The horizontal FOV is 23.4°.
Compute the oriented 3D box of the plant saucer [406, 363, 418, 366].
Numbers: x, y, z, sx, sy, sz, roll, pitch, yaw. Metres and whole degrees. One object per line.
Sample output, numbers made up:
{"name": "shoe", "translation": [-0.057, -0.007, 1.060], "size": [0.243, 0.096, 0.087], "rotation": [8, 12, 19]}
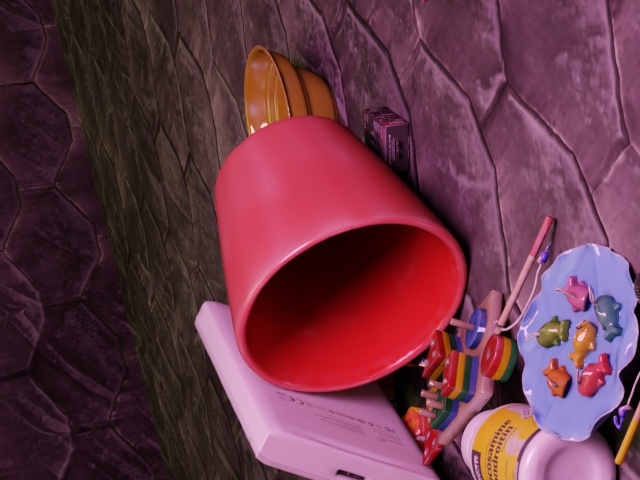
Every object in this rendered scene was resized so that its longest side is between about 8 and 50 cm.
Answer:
{"name": "plant saucer", "translation": [0.092, 0.064, 1.956], "size": [0.200, 0.037, 0.200], "rotation": [170, 90, -73]}

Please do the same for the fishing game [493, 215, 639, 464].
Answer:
{"name": "fishing game", "translation": [0.229, 0.092, 1.434], "size": [0.189, 0.041, 0.264], "rotation": [-68, 26, 21]}

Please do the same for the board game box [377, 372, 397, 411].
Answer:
{"name": "board game box", "translation": [0.076, 0.169, 2.071], "size": [0.133, 0.033, 0.169], "rotation": [-138, 40, -79]}

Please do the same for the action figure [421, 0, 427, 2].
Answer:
{"name": "action figure", "translation": [-0.005, -0.376, 1.674], "size": [0.370, 0.275, 0.248], "rotation": [40, 145, 44]}

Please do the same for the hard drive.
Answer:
{"name": "hard drive", "translation": [-0.010, 0.193, 1.861], "size": [0.047, 0.233, 0.353], "rotation": [-64, 23, 14]}

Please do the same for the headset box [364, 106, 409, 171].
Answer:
{"name": "headset box", "translation": [0.082, -0.122, 1.891], "size": [0.083, 0.032, 0.062], "rotation": [-131, 35, -62]}

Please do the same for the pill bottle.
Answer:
{"name": "pill bottle", "translation": [0.210, 0.219, 1.549], "size": [0.184, 0.103, 0.103], "rotation": [-174, 75, -72]}

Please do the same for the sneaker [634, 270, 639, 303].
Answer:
{"name": "sneaker", "translation": [0.290, 0.035, 1.237], "size": [0.178, 0.077, 0.072], "rotation": [161, 100, -73]}

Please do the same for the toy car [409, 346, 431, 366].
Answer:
{"name": "toy car", "translation": [0.136, 0.174, 1.851], "size": [0.040, 0.060, 0.122], "rotation": [22, -119, -73]}

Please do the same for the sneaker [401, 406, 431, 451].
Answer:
{"name": "sneaker", "translation": [0.114, 0.265, 1.984], "size": [0.175, 0.064, 0.067], "rotation": [120, 157, -57]}

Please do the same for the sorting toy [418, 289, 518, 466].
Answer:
{"name": "sorting toy", "translation": [0.146, 0.140, 1.694], "size": [0.274, 0.046, 0.132], "rotation": [119, 165, -54]}

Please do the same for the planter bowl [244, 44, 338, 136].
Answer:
{"name": "planter bowl", "translation": [-0.032, -0.167, 2.132], "size": [0.217, 0.090, 0.217], "rotation": [170, 90, -72]}

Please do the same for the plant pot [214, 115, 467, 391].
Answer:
{"name": "plant pot", "translation": [0.000, 0.000, 1.810], "size": [0.243, 0.275, 0.275], "rotation": [-116, 24, -43]}
